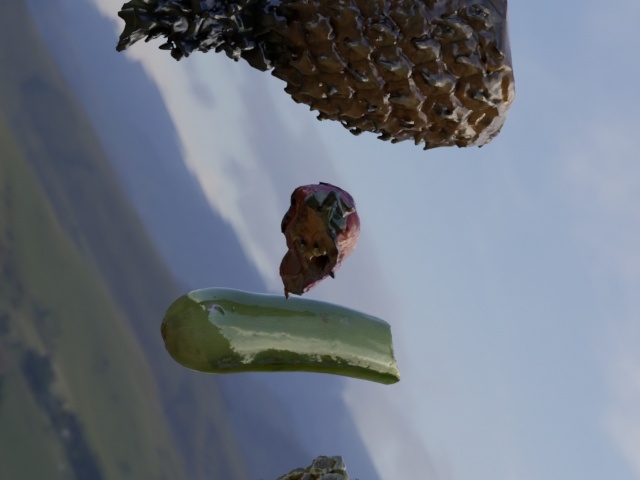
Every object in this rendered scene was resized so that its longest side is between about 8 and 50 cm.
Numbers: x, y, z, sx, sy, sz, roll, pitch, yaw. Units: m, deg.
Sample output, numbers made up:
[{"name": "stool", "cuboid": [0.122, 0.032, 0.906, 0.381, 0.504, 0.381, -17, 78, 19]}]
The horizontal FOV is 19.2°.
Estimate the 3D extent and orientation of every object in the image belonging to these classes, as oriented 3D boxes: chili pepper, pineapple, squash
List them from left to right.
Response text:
[{"name": "squash", "cuboid": [-0.034, 0.092, 1.796, 0.083, 0.250, 0.083, -23, -116, 59]}, {"name": "chili pepper", "cuboid": [0.000, 0.000, 1.328, 0.059, 0.050, 0.268, 47, -14, 7]}, {"name": "pineapple", "cuboid": [0.000, -0.189, 1.694, 0.202, 0.362, 0.202, -175, -90, -83]}]

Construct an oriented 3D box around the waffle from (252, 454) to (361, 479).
[{"name": "waffle", "cuboid": [-0.066, 0.288, 1.914, 0.238, 0.243, 0.058, -82, 150, -81]}]
